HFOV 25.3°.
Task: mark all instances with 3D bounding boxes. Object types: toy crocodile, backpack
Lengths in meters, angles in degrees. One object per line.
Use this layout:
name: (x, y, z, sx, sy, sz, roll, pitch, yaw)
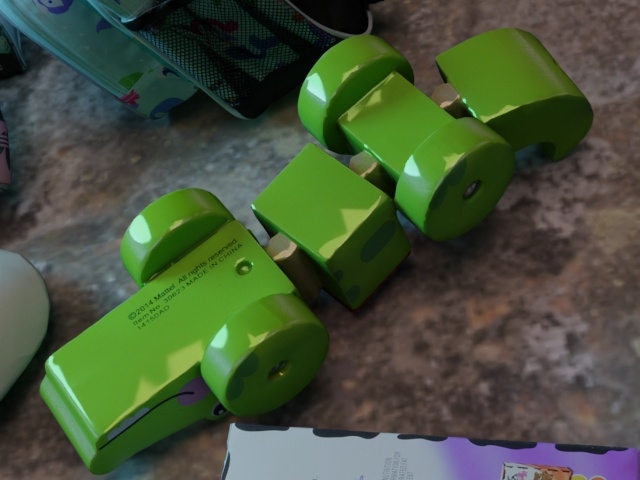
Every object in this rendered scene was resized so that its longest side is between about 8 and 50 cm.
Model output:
toy crocodile: (0.000, 0.000, 0.767, 0.340, 0.105, 0.115, -41, 56, -9)
backpack: (-0.104, -0.211, 0.841, 0.191, 0.253, 0.225, -27, 52, 20)

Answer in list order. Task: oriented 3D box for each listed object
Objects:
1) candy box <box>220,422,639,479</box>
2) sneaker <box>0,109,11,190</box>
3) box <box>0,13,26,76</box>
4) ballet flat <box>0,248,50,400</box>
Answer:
candy box: (0.042, 0.175, 0.643, 0.196, 0.070, 0.164, 2, 57, 15)
sneaker: (-0.335, -0.019, 0.860, 0.319, 0.112, 0.131, -30, 84, 6)
box: (-0.375, -0.170, 0.999, 0.322, 0.058, 0.232, -17, 53, 3)
ballet flat: (-0.327, 0.112, 0.744, 0.400, 0.139, 0.139, -34, 54, -10)
